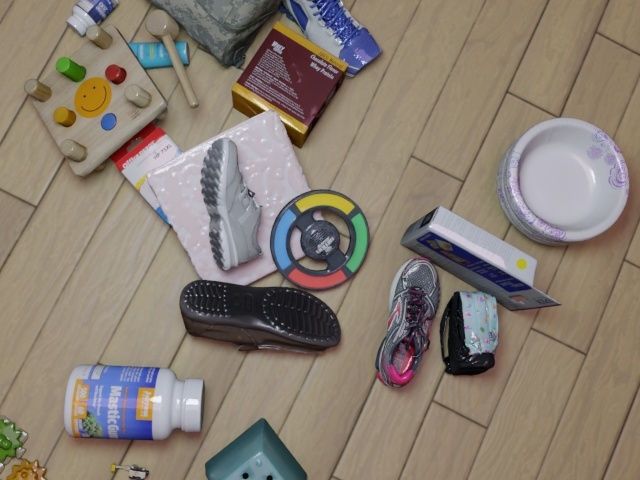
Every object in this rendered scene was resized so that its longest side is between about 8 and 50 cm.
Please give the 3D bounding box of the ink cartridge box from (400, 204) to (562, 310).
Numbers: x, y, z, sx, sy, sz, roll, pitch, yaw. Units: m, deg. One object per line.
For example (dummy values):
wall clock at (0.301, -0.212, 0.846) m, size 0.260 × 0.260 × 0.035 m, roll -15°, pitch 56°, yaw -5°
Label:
ink cartridge box at (0.340, 0.044, 1.586) m, size 0.307 × 0.303 × 0.072 m, roll 28°, pitch 81°, yaw -1°

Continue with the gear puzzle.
gear puzzle at (-0.730, 0.441, 1.563) m, size 0.339 × 0.044 × 0.175 m, roll 37°, pitch 80°, yaw 1°

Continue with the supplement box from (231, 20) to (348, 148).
supplement box at (-0.071, -0.353, 1.694) m, size 0.191 × 0.129 × 0.194 m, roll 31°, pitch 81°, yaw 0°

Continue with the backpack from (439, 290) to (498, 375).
backpack at (0.337, 0.203, 1.653) m, size 0.115 × 0.152 × 0.182 m, roll 5°, pitch 69°, yaw -10°

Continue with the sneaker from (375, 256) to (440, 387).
sneaker at (0.208, 0.183, 1.650) m, size 0.120 × 0.112 × 0.299 m, roll 13°, pitch 80°, yaw -3°

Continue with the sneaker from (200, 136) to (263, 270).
sneaker at (-0.180, -0.081, 1.558) m, size 0.115 × 0.105 × 0.282 m, roll -13°, pitch 114°, yaw -28°

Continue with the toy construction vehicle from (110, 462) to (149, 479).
toy construction vehicle at (-0.407, 0.525, 1.589) m, size 0.098 × 0.035 × 0.086 m, roll 8°, pitch 92°, yaw -1°

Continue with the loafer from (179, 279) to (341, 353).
loafer at (-0.135, 0.177, 1.631) m, size 0.365 × 0.130 × 0.134 m, roll 15°, pitch 47°, yaw -12°

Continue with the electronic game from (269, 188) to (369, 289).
electronic game at (0.000, 0.000, 1.642) m, size 0.229 × 0.048 × 0.229 m, roll -4°, pitch 104°, yaw -16°

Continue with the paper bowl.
paper bowl at (0.547, -0.129, 1.707) m, size 0.284 × 0.148 × 0.285 m, roll 1°, pitch 81°, yaw -4°

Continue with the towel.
towel at (-0.172, -0.074, 1.627) m, size 0.316 × 0.053 × 0.332 m, roll -27°, pitch 110°, yaw -8°

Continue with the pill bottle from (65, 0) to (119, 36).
pill bottle at (-0.530, -0.533, 1.711) m, size 0.067 × 0.067 × 0.120 m, roll 39°, pitch 81°, yaw 1°

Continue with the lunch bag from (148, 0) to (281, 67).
lunch bag at (-0.253, -0.566, 1.653) m, size 0.305 × 0.256 × 0.212 m, roll 41°, pitch 44°, yaw 0°

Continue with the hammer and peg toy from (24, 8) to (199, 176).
hammer and peg toy at (-0.441, -0.334, 1.593) m, size 0.361 × 0.127 × 0.266 m, roll -37°, pitch 71°, yaw 7°

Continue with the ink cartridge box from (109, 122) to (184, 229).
ink cartridge box at (-0.363, -0.156, 1.665) m, size 0.134 × 0.078 × 0.231 m, roll -42°, pitch 88°, yaw -7°

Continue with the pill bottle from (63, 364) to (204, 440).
pill bottle at (-0.384, 0.342, 1.554) m, size 0.271 × 0.152 × 0.153 m, roll 3°, pitch 82°, yaw -4°

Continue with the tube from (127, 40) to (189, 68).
tube at (-0.411, -0.430, 1.721) m, size 0.207 × 0.052 × 0.080 m, roll -4°, pitch 71°, yaw 0°

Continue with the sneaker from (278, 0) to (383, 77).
sneaker at (0.004, -0.527, 1.700) m, size 0.127 × 0.182 × 0.315 m, roll -44°, pitch 87°, yaw -8°

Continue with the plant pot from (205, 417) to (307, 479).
plant pot at (-0.130, 0.489, 1.514) m, size 0.165 × 0.234 × 0.165 m, roll -38°, pitch 87°, yaw -10°
